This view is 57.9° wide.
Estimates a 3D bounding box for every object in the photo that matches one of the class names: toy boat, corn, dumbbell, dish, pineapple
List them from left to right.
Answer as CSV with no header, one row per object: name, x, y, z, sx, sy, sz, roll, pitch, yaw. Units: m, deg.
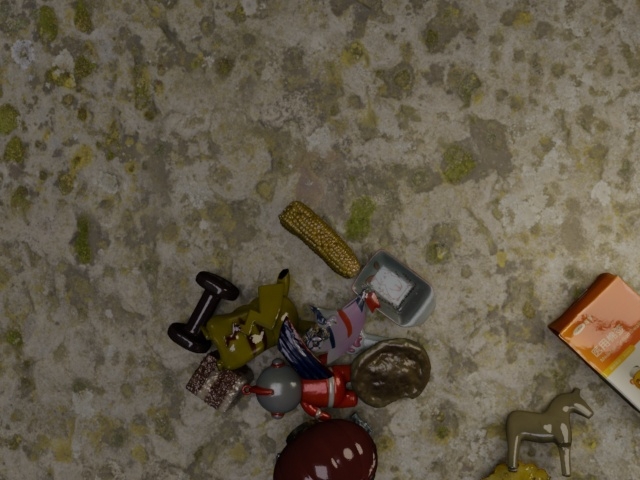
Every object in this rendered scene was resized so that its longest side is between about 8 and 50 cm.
dumbbell,-0.348,0.213,1.722,0.140,0.124,0.226,28,93,8
corn,0.000,0.000,1.693,0.291,0.101,0.101,45,95,8
toy boat,0.032,0.274,1.626,0.318,0.072,0.219,-16,101,-18
dish,0.221,0.147,1.680,0.234,0.064,0.154,37,94,7
pineapple,0.531,0.721,1.628,0.250,0.164,0.140,-50,45,0

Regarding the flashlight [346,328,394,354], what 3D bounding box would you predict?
flashlight,0.158,0.305,1.695,0.200,0.047,0.093,14,92,8

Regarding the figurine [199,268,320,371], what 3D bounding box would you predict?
figurine,-0.176,0.232,1.651,0.326,0.169,0.218,-27,99,-33

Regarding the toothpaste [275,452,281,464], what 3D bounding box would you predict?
toothpaste,-0.076,0.779,1.717,0.099,0.068,0.283,2,79,-23

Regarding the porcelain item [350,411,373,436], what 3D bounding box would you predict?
porcelain item,0.122,0.545,1.704,0.083,0.036,0.028,51,127,10

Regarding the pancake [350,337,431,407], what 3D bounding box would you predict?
pancake,0.203,0.383,1.657,0.236,0.042,0.223,1,107,-5

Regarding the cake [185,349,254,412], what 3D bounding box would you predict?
cake,-0.291,0.415,1.708,0.147,0.134,0.135,36,96,13

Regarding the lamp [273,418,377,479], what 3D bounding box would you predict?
lamp,0.014,0.627,1.584,0.303,0.303,0.257,-43,59,5

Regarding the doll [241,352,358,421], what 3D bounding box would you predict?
doll,-0.059,0.428,1.674,0.336,0.105,0.200,-1,90,-10

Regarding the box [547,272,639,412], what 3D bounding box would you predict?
box,0.823,0.280,1.563,0.341,0.143,0.225,44,94,5

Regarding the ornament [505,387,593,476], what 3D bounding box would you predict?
ornament,0.632,0.520,1.598,0.230,0.061,0.245,-2,54,21
